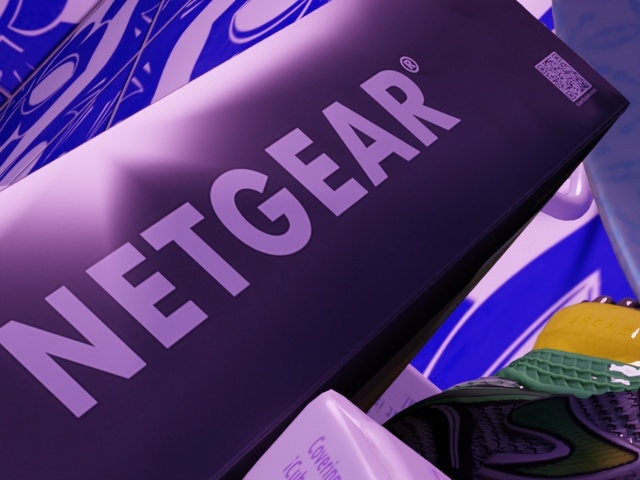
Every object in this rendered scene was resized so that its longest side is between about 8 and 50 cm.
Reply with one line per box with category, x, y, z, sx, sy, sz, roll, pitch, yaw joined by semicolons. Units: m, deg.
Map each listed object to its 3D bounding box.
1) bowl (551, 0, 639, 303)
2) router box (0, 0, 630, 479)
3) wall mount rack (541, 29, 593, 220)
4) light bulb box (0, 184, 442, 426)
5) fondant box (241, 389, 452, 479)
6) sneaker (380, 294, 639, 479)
bowl;0.200;-0.083;0.580;0.156;0.289;0.289;-11;9;-16
router box;-0.066;0.067;0.502;0.309;0.081;0.243;-38;-12;-52
wall mount rack;0.170;-0.184;0.890;0.350;0.130;0.304;-32;41;47
light bulb box;-0.146;0.177;0.859;0.361;0.225;0.358;-54;18;-15
fondant box;-0.009;0.233;0.371;0.330;0.238;0.096;-50;16;3
sneaker;0.096;0.098;0.516;0.146;0.134;0.343;-27;3;-17
